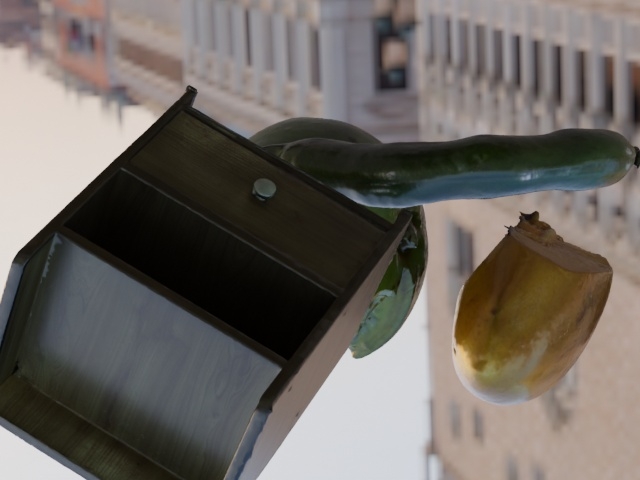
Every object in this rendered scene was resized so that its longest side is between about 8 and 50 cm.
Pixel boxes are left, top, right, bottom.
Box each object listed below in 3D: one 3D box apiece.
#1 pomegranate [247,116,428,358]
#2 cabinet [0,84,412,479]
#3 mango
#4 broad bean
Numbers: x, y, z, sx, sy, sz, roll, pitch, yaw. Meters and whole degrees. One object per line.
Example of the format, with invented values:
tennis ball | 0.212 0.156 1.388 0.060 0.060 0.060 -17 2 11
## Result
pomegranate | -0.041 0.012 1.756 0.302 0.236 0.236 -20 180 33
cabinet | -0.076 0.039 1.162 0.175 0.148 0.215 31 -138 7
mango | 0.186 0.065 1.696 0.126 0.154 0.252 25 -150 10
broad bean | 0.096 -0.051 1.296 0.292 0.049 0.144 -3 -176 -9
